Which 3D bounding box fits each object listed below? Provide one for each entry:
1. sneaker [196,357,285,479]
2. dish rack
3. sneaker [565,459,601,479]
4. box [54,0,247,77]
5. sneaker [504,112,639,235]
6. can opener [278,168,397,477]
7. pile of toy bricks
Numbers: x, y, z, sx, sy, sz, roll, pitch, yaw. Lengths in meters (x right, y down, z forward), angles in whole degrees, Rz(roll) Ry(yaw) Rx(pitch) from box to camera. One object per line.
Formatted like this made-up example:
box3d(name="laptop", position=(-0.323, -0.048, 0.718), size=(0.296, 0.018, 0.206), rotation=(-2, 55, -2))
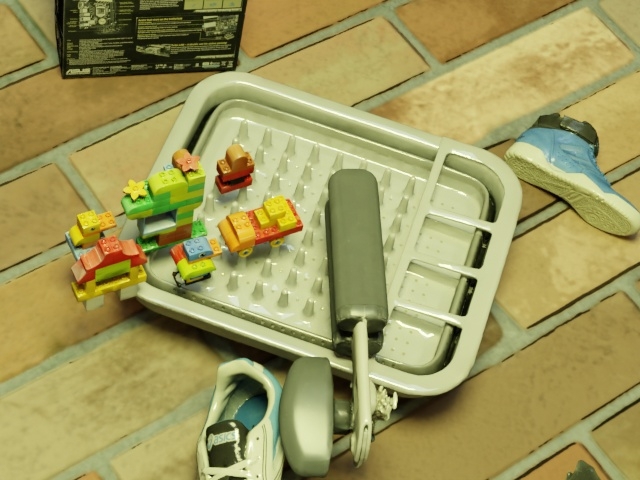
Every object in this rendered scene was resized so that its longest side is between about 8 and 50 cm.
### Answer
box3d(name="sneaker", position=(-0.069, 0.203, 1.259), size=(0.085, 0.086, 0.237), rotation=(-18, 47, 21))
box3d(name="dish rack", position=(0.000, 0.000, 1.432), size=(0.332, 0.072, 0.286), rotation=(19, 55, 3))
box3d(name="sneaker", position=(0.194, 0.261, 1.301), size=(0.170, 0.051, 0.089), rotation=(-32, 66, -33))
box3d(name="box", position=(-0.168, -0.238, 1.521), size=(0.180, 0.147, 0.078), rotation=(-5, 57, -13))
box3d(name="sneaker", position=(0.267, -0.073, 1.539), size=(0.152, 0.058, 0.084), rotation=(32, 64, 20))
box3d(name="can opener", position=(0.017, 0.062, 1.304), size=(0.093, 0.074, 0.280), rotation=(6, 55, -4))
box3d(name="pile of toy bricks", position=(-0.124, -0.032, 1.328), size=(0.212, 0.105, 0.118), rotation=(-18, 60, -20))
